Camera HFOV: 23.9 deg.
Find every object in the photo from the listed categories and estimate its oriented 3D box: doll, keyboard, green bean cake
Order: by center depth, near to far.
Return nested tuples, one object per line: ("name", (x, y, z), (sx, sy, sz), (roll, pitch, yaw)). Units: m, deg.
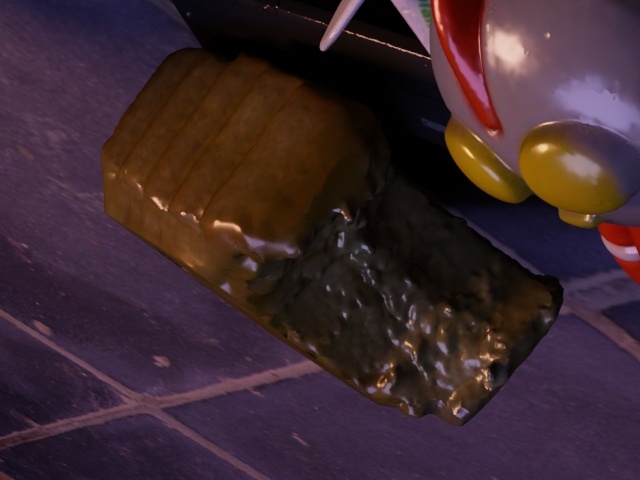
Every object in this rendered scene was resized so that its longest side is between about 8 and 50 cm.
("doll", (0.144, -0.020, 0.612), (0.336, 0.105, 0.200), (46, 168, -26))
("keyboard", (0.057, -0.078, 0.836), (0.381, 0.041, 0.103), (31, 164, 35))
("green bean cake", (0.000, 0.000, 0.917), (0.236, 0.124, 0.233), (39, 172, -36))

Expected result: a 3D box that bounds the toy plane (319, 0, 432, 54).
("toy plane", (0.061, -0.166, 0.644), (0.251, 0.101, 0.255), (32, 152, -10))
